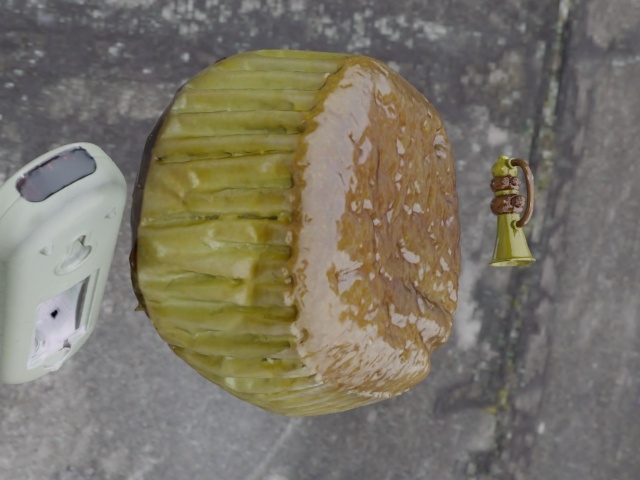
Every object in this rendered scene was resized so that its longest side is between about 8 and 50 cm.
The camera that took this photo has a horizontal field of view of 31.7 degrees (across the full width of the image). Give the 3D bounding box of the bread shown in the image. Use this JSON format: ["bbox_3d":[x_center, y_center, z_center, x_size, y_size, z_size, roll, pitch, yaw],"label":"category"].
[{"bbox_3d":[0.000,0.000,0.734,0.253,0.142,0.227,32,61,-57],"label":"bread"}]

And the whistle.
[{"bbox_3d":[0.182,-0.030,1.086,0.057,0.046,0.109,20,66,-83],"label":"whistle"}]

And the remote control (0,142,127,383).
[{"bbox_3d":[-0.152,0.022,0.627,0.078,0.042,0.221,-33,166,-30],"label":"remote control"}]
